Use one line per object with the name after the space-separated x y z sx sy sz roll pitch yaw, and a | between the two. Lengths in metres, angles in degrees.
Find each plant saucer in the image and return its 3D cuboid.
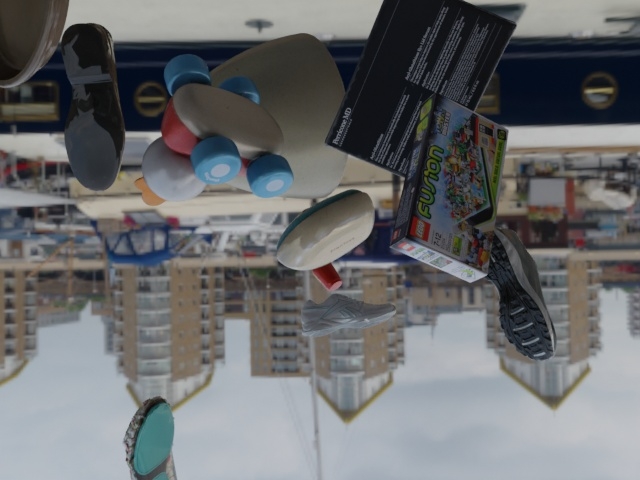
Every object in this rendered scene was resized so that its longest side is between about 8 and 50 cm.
-0.398 -0.338 0.937 0.278 0.277 0.041 -2 -176 44 | plant saucer

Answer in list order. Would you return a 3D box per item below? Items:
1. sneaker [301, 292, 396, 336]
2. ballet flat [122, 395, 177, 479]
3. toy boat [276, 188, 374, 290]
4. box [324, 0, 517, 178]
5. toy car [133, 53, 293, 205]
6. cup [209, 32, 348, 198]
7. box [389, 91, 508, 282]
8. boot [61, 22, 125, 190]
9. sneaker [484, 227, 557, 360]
0.042 0.110 1.139 0.152 0.061 0.053 -9 158 2 | sneaker
-0.268 0.336 1.108 0.077 0.241 0.091 19 -152 35 | ballet flat
0.000 0.000 1.787 0.267 0.148 0.318 -28 153 -18 | toy boat
0.141 -0.232 1.066 0.184 0.261 0.103 23 -160 -3 | box
-0.201 -0.134 1.193 0.210 0.219 0.238 12 136 -46 | toy car
-0.125 -0.227 1.412 0.237 0.331 0.331 -12 -176 -27 | cup
0.158 -0.065 0.863 0.114 0.207 0.036 23 153 -17 | box
-0.407 -0.246 1.341 0.112 0.305 0.115 3 -161 0 | boot
0.385 0.094 1.369 0.108 0.271 0.100 -11 165 -39 | sneaker
